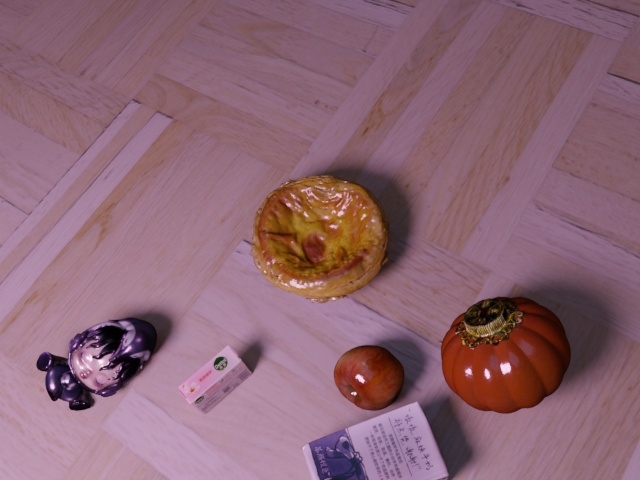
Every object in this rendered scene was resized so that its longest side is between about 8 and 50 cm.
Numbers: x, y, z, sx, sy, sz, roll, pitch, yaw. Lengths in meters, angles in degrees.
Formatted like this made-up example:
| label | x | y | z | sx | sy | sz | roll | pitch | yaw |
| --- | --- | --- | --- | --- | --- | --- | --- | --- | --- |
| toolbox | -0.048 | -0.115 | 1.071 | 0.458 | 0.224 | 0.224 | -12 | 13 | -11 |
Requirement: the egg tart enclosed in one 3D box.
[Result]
| label | x | y | z | sx | sy | sz | roll | pitch | yaw |
| --- | --- | --- | --- | --- | --- | --- | --- | --- | --- |
| egg tart | 0.000 | 0.000 | 1.350 | 0.294 | 0.116 | 0.295 | -3 | 61 | 6 |

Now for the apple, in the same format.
| label | x | y | z | sx | sy | sz | roll | pitch | yaw |
| --- | --- | --- | --- | --- | --- | --- | --- | --- | --- |
| apple | 0.089 | 0.245 | 1.200 | 0.126 | 0.126 | 0.102 | 32 | 56 | 23 |

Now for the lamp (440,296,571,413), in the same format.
| label | x | y | z | sx | sy | sz | roll | pitch | yaw |
| --- | --- | --- | --- | --- | --- | --- | --- | --- | --- |
| lamp | 0.317 | 0.196 | 1.144 | 0.223 | 0.196 | 0.223 | -25 | 24 | 12 |

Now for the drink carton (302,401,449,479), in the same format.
| label | x | y | z | sx | sy | sz | roll | pitch | yaw |
| --- | --- | --- | --- | --- | --- | --- | --- | --- | --- |
| drink carton | 0.096 | 0.385 | 1.137 | 0.222 | 0.102 | 0.134 | -21 | 59 | -1 |

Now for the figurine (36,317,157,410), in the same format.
| label | x | y | z | sx | sy | sz | roll | pitch | yaw |
| --- | --- | --- | --- | --- | --- | --- | --- | --- | --- |
| figurine | -0.424 | 0.235 | 1.304 | 0.222 | 0.145 | 0.145 | -27 | 61 | 8 |

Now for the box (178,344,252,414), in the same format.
| label | x | y | z | sx | sy | sz | roll | pitch | yaw |
| --- | --- | --- | --- | --- | --- | --- | --- | --- | --- |
| box | -0.199 | 0.266 | 1.258 | 0.125 | 0.089 | 0.043 | -39 | 62 | -13 |
